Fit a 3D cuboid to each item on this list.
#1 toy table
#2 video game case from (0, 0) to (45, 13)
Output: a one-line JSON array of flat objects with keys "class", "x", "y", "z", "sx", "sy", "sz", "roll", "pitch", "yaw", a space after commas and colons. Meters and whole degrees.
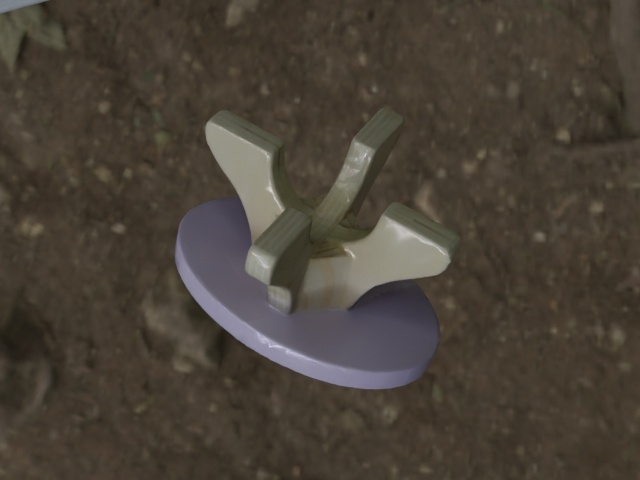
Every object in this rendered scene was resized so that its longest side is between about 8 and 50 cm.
[{"class": "toy table", "x": 0.000, "y": 0.000, "z": 1.168, "sx": 0.274, "sy": 0.252, "sz": 0.161, "roll": 21, "pitch": 134, "yaw": 5}, {"class": "video game case", "x": -0.312, "y": -0.205, "z": 1.058, "sx": 0.212, "sy": 0.193, "sz": 0.023, "roll": -15, "pitch": 114, "yaw": 1}]
